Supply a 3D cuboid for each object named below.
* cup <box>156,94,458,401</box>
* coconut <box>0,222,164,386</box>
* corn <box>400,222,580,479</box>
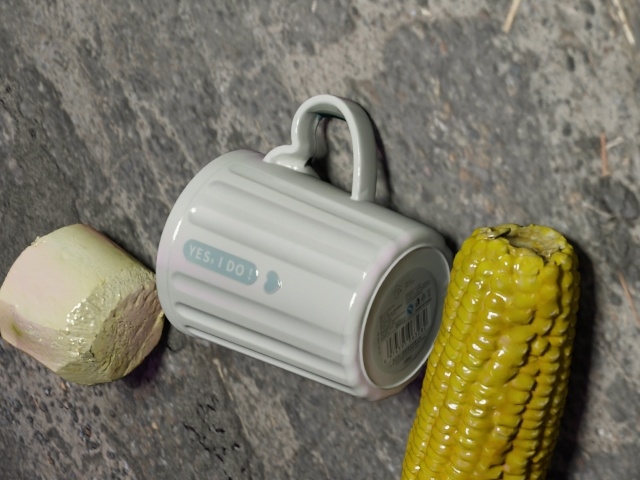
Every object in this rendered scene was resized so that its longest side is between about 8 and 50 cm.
[{"bbox_3d":[-0.010,0.009,1.219,0.202,0.167,0.221,21,128,34],"label":"cup"},{"bbox_3d":[-0.245,0.060,1.504,0.152,0.147,0.147,32,131,25],"label":"coconut"},{"bbox_3d":[0.129,0.146,1.183,0.120,0.120,0.363,31,130,31],"label":"corn"}]
